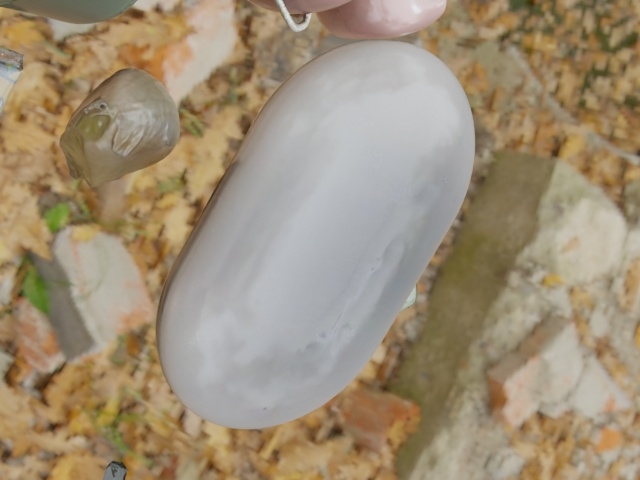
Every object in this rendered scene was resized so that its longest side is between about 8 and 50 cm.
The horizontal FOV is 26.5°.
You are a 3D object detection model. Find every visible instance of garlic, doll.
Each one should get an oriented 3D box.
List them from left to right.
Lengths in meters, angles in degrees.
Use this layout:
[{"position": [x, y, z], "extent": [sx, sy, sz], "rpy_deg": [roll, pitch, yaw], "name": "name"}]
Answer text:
[{"position": [-0.177, -0.103, 1.224], "extent": [0.101, 0.195, 0.087], "rpy_deg": [-36, 94, -16], "name": "garlic"}, {"position": [-0.006, -0.271, 1.297], "extent": [0.268, 0.284, 0.216], "rpy_deg": [-36, 121, -45], "name": "doll"}]

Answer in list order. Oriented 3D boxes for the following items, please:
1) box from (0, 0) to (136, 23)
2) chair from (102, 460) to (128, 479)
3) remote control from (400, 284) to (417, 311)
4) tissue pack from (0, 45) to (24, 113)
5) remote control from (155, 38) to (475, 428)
[{"position": [-0.297, -0.360, 1.509], "extent": [0.149, 0.226, 0.226], "rpy_deg": [4, 102, -54], "name": "box"}, {"position": [-0.028, 0.182, 0.443], "extent": [0.174, 0.213, 0.149], "rpy_deg": [29, 85, -25], "name": "chair"}, {"position": [0.015, 0.091, 1.668], "extent": [0.234, 0.038, 0.098], "rpy_deg": [-30, 132, -19], "name": "remote control"}, {"position": [-0.454, -0.205, 1.680], "extent": [0.148, 0.060, 0.108], "rpy_deg": [19, 122, -24], "name": "tissue pack"}, {"position": [0.000, 0.000, 1.048], "extent": [0.221, 0.103, 0.332], "rpy_deg": [25, 97, -44], "name": "remote control"}]
